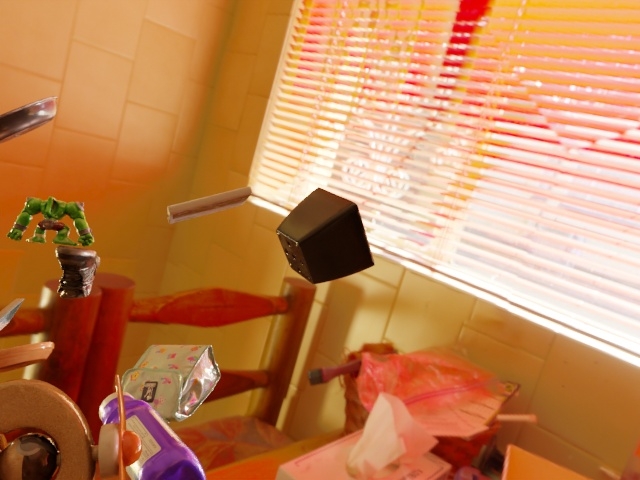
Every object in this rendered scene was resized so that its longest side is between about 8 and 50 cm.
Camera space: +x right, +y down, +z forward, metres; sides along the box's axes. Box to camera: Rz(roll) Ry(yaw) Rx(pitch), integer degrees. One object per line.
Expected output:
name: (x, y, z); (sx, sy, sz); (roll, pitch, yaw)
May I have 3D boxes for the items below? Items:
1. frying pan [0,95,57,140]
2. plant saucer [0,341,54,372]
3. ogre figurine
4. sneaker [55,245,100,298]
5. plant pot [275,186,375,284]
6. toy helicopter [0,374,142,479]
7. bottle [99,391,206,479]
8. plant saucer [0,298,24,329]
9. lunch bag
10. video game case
frying pan: (-0.649, -0.202, 0.968); (0.197, 0.053, 0.326); (-6, 28, 41)
plant saucer: (-0.745, 0.288, 1.208); (0.199, 0.037, 0.200); (-17, -10, -3)
ogre figurine: (-0.687, -0.048, 1.304); (0.197, 0.118, 0.097); (4, -6, 9)
sneaker: (-0.632, 0.084, 1.306); (0.087, 0.130, 0.227); (11, -15, -13)
plant pot: (0.000, 0.000, 1.275); (0.167, 0.188, 0.187); (-31, 32, -20)
toy helicopter: (-0.285, 0.319, 0.578); (0.235, 0.355, 0.140); (-31, -1, -22)
bottle: (-0.295, 0.341, 0.846); (0.092, 0.118, 0.282); (-31, 30, -31)
plant saucer: (-0.688, 0.172, 1.088); (0.018, 0.067, 0.192); (34, -3, -17)
lunch bag: (-0.461, 0.436, 1.518); (0.223, 0.160, 0.262); (-3, 24, 18)
video game case: (-0.266, -0.083, 1.199); (0.190, 0.022, 0.173); (-16, 0, -17)
